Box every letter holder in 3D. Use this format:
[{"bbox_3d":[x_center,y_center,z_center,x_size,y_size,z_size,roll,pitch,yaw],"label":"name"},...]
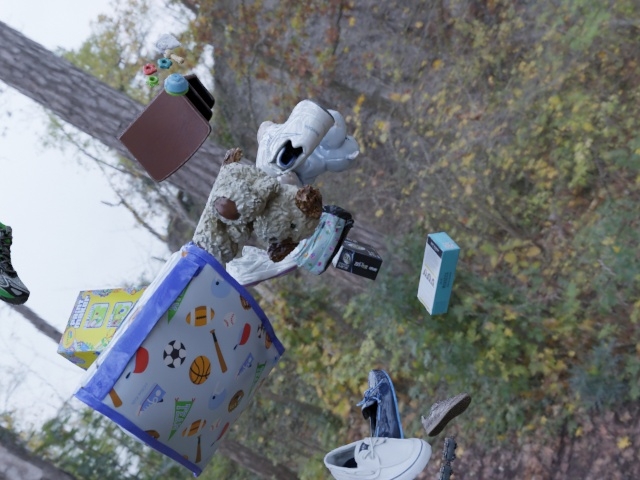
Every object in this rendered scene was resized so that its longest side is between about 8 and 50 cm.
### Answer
[{"bbox_3d":[-0.474,-0.361,2.049,0.301,0.214,0.152,-37,5,28],"label":"letter holder"}]

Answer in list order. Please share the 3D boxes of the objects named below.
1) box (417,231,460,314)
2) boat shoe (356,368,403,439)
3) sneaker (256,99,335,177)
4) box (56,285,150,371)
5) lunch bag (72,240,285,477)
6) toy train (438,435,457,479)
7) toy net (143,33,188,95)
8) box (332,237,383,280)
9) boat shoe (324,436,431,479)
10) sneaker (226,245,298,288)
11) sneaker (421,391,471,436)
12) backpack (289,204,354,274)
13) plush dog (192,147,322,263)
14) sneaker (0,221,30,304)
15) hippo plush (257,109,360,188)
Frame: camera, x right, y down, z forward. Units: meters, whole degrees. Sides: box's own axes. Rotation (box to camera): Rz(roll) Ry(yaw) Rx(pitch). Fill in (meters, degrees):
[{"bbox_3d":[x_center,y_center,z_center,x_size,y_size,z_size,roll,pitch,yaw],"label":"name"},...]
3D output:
[{"bbox_3d":[0.364,0.104,1.934,0.100,0.060,0.244,-122,29,-52],"label":"box"},{"bbox_3d":[0.148,0.430,1.608,0.258,0.088,0.109,-104,18,-59],"label":"boat shoe"},{"bbox_3d":[-0.084,-0.205,1.412,0.297,0.111,0.129,-35,25,59],"label":"sneaker"},{"bbox_3d":[-0.445,0.264,1.585,0.290,0.279,0.177,60,-148,-51],"label":"box"},{"bbox_3d":[-0.269,0.219,1.177,0.328,0.238,0.385,-57,-22,-21],"label":"lunch bag"},{"bbox_3d":[0.262,0.491,1.306,0.036,0.027,0.158,90,-166,-71],"label":"toy train"},{"bbox_3d":[-0.456,-0.514,1.813,0.045,0.122,0.232,104,156,-53],"label":"toy net"},{"bbox_3d":[0.116,0.053,2.116,0.180,0.147,0.078,-113,42,-74],"label":"box"},{"bbox_3d":[0.104,0.436,1.237,0.258,0.084,0.095,-35,19,39],"label":"boat shoe"},{"bbox_3d":[-0.198,0.073,2.256,0.305,0.152,0.114,-16,-10,-26],"label":"sneaker"},{"bbox_3d":[0.362,0.496,1.833,0.188,0.066,0.071,-51,41,22],"label":"sneaker"},{"bbox_3d":[0.000,0.000,1.672,0.182,0.115,0.152,-63,5,-14],"label":"backpack"},{"bbox_3d":[-0.111,-0.064,1.259,0.262,0.225,0.211,129,159,-54],"label":"plush dog"},{"bbox_3d":[-0.865,0.027,1.631,0.146,0.343,0.134,-38,-14,-15],"label":"sneaker"},{"bbox_3d":[-0.013,-0.219,1.681,0.236,0.294,0.234,-20,22,13],"label":"hippo plush"}]
